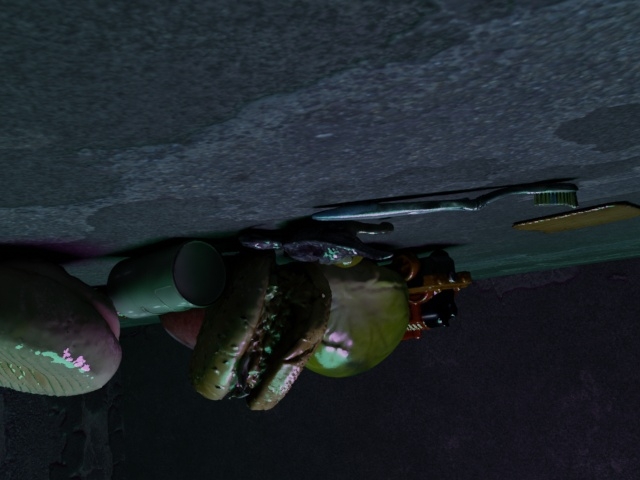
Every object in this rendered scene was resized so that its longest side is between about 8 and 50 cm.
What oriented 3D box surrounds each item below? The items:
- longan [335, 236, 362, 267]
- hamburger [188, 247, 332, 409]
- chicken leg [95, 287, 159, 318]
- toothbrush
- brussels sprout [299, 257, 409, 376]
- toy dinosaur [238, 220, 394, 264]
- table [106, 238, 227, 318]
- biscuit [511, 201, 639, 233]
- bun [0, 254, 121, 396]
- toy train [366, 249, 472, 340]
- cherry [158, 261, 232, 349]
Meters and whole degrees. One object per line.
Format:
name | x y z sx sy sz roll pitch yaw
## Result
longan | 0.051 0.021 1.301 0.075 0.075 0.083 -8 174 11
hamburger | -0.115 0.161 1.262 0.195 0.317 0.277 23 158 -13
chicken leg | -0.566 0.164 1.803 0.178 0.082 0.323 6 -177 37
toothbrush | 0.192 -0.056 1.016 0.414 0.042 0.035 -4 172 2
brussels sprout | 0.049 0.165 1.560 0.344 0.343 0.268 -1 -157 -28
toy dinosaur | -0.001 0.008 1.156 0.294 0.077 0.162 -8 178 24
table | -0.293 0.076 1.242 0.220 0.126 0.126 -12 169 41
biscuit | 0.562 -0.045 1.409 0.237 0.013 0.232 -12 169 39
bun | -0.529 0.143 1.183 0.366 0.219 0.365 7 150 4
toy train | 0.216 0.151 1.727 0.163 0.231 0.369 -2 172 -41
cherry | -0.243 0.157 1.517 0.308 0.221 0.261 17 148 -1
